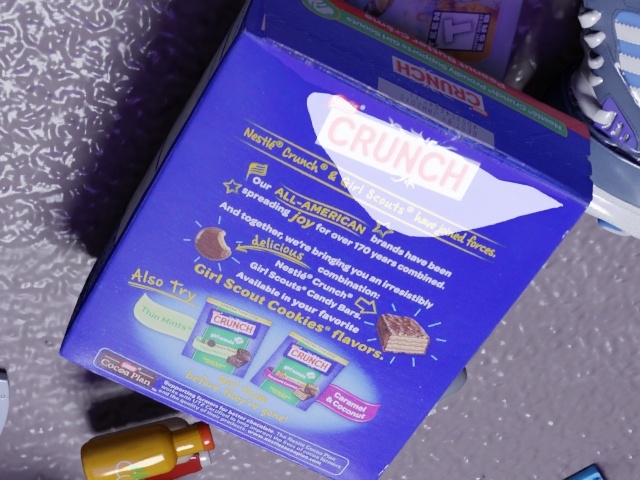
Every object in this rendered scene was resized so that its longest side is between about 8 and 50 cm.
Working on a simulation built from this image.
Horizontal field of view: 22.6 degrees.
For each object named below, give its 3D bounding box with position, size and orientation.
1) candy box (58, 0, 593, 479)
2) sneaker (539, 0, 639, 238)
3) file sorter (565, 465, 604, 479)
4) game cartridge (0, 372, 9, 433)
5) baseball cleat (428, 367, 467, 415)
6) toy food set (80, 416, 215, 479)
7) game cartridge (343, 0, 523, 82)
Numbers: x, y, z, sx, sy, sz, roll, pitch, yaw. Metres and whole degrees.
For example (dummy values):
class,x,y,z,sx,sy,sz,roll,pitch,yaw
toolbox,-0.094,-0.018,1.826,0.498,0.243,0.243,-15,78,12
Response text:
class,x,y,z,sx,sy,sz,roll,pitch,yaw
candy box,0.000,0.000,1.163,0.268,0.122,0.317,26,124,-12
sneaker,0.204,-0.128,1.177,0.236,0.130,0.323,-31,120,29
file sorter,0.255,0.324,1.523,0.118,0.104,0.170,-29,126,8
game cartridge,-0.287,0.141,1.323,0.056,0.017,0.083,12,120,-17
baseball cleat,0.024,0.098,1.335,0.206,0.072,0.109,-8,119,-12
toy food set,-0.128,0.228,1.361,0.105,0.111,0.232,-14,125,-4
game cartridge,0.053,-0.204,1.150,0.198,0.062,0.297,-1,124,-18
